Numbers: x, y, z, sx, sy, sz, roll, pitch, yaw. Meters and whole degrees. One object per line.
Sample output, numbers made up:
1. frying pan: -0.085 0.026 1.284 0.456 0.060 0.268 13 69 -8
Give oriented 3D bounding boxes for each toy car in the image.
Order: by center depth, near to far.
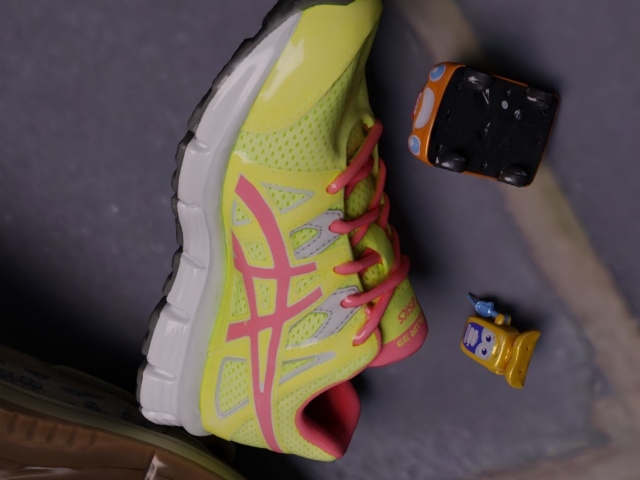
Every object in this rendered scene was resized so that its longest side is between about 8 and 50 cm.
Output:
1. toy car: 0.045 -0.005 0.423 0.040 0.060 0.122 28 122 46

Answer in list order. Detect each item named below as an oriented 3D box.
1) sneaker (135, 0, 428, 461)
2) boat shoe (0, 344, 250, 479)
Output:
1. sneaker: 0.000 0.000 0.433 0.094 0.081 0.208 24 133 10
2. boat shoe: -0.116 0.092 0.511 0.285 0.089 0.104 33 102 -18
